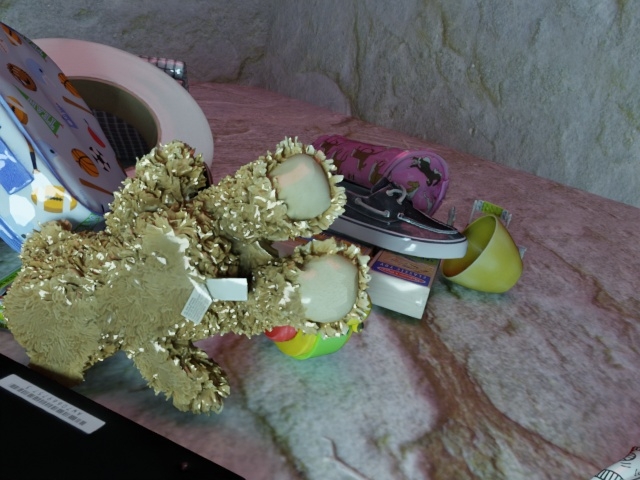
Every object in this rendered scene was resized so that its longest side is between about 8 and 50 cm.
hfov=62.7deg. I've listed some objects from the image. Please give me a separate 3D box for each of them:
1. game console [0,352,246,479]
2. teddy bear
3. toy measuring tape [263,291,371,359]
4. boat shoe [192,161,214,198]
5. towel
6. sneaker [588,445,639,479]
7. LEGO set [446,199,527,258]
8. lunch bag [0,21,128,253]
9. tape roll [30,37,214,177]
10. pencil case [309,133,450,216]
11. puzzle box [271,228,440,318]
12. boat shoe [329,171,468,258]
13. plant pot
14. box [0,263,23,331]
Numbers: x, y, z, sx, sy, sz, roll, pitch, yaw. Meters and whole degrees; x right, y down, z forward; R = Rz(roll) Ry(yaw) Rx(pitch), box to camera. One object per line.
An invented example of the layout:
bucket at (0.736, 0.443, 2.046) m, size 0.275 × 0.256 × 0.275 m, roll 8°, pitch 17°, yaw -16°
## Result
game console at (-0.276, 0.181, 0.308) m, size 0.386 × 0.060 × 0.342 m, roll 19°, pitch 16°, yaw 17°
teddy bear at (-0.119, 0.030, 0.489) m, size 0.245 × 0.337 × 0.113 m, roll 55°, pitch 16°, yaw -6°
toy measuring tape at (-0.050, 0.079, 0.665) m, size 0.121 × 0.122 × 0.330 m, roll -3°, pitch 3°, yaw -35°
boat shoe at (-0.186, -0.028, 0.747) m, size 0.073 × 0.073 × 0.207 m, roll 11°, pitch 49°, yaw -27°
towel at (-0.402, -0.268, 1.131) m, size 0.234 × 0.284 × 0.122 m, roll 1°, pitch 64°, yaw -11°
sneaker at (0.348, 0.235, 0.441) m, size 0.269 × 0.090 × 0.145 m, roll 0°, pitch 26°, yaw -21°
LEGO set at (0.282, -0.035, 1.084) m, size 0.286 × 0.107 × 0.132 m, roll 20°, pitch 22°, yaw 19°
lunch bag at (-0.346, -0.126, 0.600) m, size 0.303 × 0.114 × 0.243 m, roll 55°, pitch 3°, yaw -7°
tape roll at (-0.370, -0.171, 0.854) m, size 0.391 × 0.072 × 0.392 m, roll 15°, pitch 51°, yaw -19°
pencil case at (0.098, -0.137, 1.112) m, size 0.160 × 0.167 × 0.386 m, roll -41°, pitch 29°, yaw -12°
puzzle box at (0.000, 0.000, 0.902) m, size 0.408 × 0.052 × 0.272 m, roll 17°, pitch 19°, yaw 13°
boat shoe at (0.104, -0.054, 0.879) m, size 0.301 × 0.102 × 0.108 m, roll 19°, pitch 19°, yaw 20°
plant pot at (0.288, 0.036, 0.903) m, size 0.095 × 0.134 × 0.134 m, roll 36°, pitch 18°, yaw -9°
box at (-0.302, 0.049, 0.645) m, size 0.114 × 0.036 × 0.207 m, roll 12°, pitch 20°, yaw -1°
